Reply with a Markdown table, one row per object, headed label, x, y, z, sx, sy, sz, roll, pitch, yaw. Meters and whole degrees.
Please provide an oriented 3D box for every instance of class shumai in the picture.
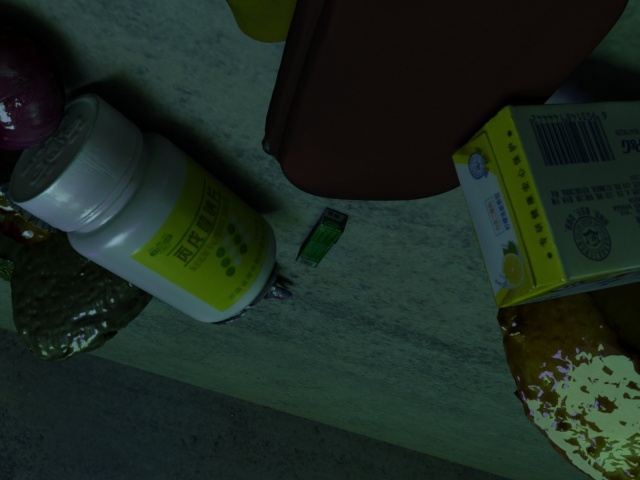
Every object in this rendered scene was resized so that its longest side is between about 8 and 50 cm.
| label | x | y | z | sx | sy | sz | roll | pitch | yaw |
| --- | --- | --- | --- | --- | --- | --- | --- | --- | --- |
| shumai | -0.462 | 0.092 | 1.296 | 0.330 | 0.292 | 0.288 | -31 | 163 | 7 |

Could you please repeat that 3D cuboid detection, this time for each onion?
| label | x | y | z | sx | sy | sz | roll | pitch | yaw |
| --- | --- | --- | --- | --- | --- | --- | --- | --- | --- |
| onion | -0.415 | -0.197 | 0.767 | 0.177 | 0.154 | 0.177 | 13 | 161 | 5 |

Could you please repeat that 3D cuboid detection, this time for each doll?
| label | x | y | z | sx | sy | sz | roll | pitch | yaw |
| --- | --- | --- | --- | --- | --- | --- | --- | --- | --- |
| doll | -0.130 | 0.089 | 1.266 | 0.102 | 0.075 | 0.227 | 14 | 165 | 24 |

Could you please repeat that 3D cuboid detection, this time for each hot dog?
| label | x | y | z | sx | sy | sz | roll | pitch | yaw |
| --- | --- | --- | --- | --- | --- | --- | --- | --- | --- |
| hot dog | -0.524 | -0.082 | 0.930 | 0.270 | 0.082 | 0.163 | 25 | 157 | 23 |

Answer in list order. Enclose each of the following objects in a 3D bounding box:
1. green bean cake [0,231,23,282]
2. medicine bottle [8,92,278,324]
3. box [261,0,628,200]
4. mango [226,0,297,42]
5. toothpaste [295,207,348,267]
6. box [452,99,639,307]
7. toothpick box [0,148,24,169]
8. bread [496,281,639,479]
| label | x | y | z | sx | sy | sz | roll | pitch | yaw |
| --- | --- | --- | --- | --- | --- | --- | --- | --- | --- |
| green bean cake | -0.696 | 0.052 | 1.449 | 0.200 | 0.113 | 0.214 | -9 | 145 | 45 |
| medicine bottle | -0.254 | -0.036 | 0.929 | 0.213 | 0.214 | 0.378 | -7 | 147 | 37 |
| box | 0.093 | -0.162 | 0.567 | 0.263 | 0.108 | 0.404 | 2 | 157 | -15 |
| mango | -0.044 | -0.257 | 0.538 | 0.122 | 0.086 | 0.191 | -7 | 159 | 14 |
| toothpaste | 0.000 | 0.000 | 1.068 | 0.043 | 0.037 | 0.178 | 22 | 153 | -7 |
| box | 0.278 | -0.041 | 0.584 | 0.265 | 0.168 | 0.097 | -9 | 166 | -22 |
| toothpick box | -0.455 | -0.127 | 0.982 | 0.098 | 0.098 | 0.149 | 10 | 154 | 10 |
| bread | 0.417 | 0.149 | 0.803 | 0.358 | 0.337 | 0.204 | 42 | 141 | 3 |
